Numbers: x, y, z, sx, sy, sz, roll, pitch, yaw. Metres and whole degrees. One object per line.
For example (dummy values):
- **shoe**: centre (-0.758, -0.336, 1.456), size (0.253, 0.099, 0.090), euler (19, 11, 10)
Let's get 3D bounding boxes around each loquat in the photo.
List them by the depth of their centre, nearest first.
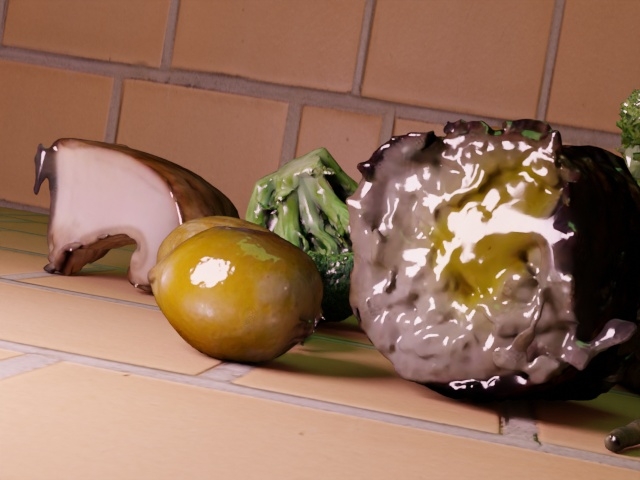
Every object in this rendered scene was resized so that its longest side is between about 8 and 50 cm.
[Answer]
- **loquat**: centre (-0.091, 0.054, 1.194), size (0.195, 0.152, 0.152), euler (19, 5, 21)

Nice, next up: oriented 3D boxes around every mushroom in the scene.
- **mushroom**: centre (-0.223, -0.030, 1.876), size (0.313, 0.224, 0.397), euler (8, 0, 33)

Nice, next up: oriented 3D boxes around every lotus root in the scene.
- **lotus root**: centre (-0.094, 0.048, 1.424), size (0.154, 0.154, 0.278), euler (8, 7, -42)

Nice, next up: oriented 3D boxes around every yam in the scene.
- **yam**: centre (0.315, 0.182, 1.105), size (0.027, 0.029, 0.234), euler (-20, -11, 27)

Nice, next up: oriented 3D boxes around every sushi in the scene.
- **sushi**: centre (0.203, 0.029, 1.222), size (0.281, 0.299, 0.294), euler (-15, -12, 26)

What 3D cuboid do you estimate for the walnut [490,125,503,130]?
- **walnut**: centre (0.264, -0.020, 1.641), size (0.277, 0.252, 0.313), euler (30, 22, -39)

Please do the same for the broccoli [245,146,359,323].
- **broccoli**: centre (0.000, 0.000, 1.670), size (0.294, 0.245, 0.265), euler (-27, 6, -27)

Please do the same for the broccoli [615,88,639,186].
- **broccoli**: centre (0.541, -0.036, 1.504), size (0.413, 0.310, 0.321), euler (50, 10, 6)

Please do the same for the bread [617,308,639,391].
- **bread**: centre (0.484, 0.154, 1.450), size (0.165, 0.113, 0.416), euler (11, 0, -19)
